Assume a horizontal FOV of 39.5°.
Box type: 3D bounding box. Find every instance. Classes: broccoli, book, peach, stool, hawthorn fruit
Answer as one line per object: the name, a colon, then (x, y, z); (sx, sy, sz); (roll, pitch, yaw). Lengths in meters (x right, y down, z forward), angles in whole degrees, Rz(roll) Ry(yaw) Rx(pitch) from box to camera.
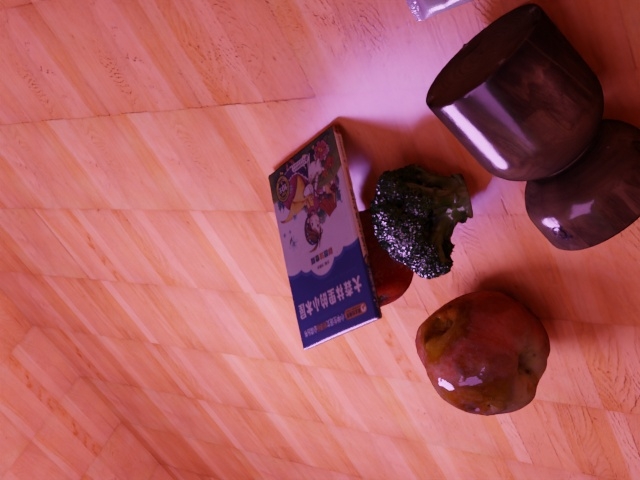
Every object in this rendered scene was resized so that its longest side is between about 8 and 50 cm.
broccoli: (0.158, -0.031, 1.373); (0.156, 0.195, 0.195); (-18, 133, 3)
book: (0.000, 0.000, 1.466); (0.018, 0.323, 0.228); (-3, 163, -33)
peach: (0.266, 0.195, 1.533); (0.235, 0.214, 0.214); (1, 136, 48)
stool: (0.281, -0.139, 1.114); (0.264, 0.179, 0.179); (45, 145, -17)
hawthorn fruit: (0.080, 0.035, 1.506); (0.172, 0.173, 0.173); (22, 145, 16)

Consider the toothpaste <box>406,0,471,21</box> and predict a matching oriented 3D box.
toothpaste: (0.216, -0.324, 1.048); (0.056, 0.058, 0.314); (2, 177, -43)
